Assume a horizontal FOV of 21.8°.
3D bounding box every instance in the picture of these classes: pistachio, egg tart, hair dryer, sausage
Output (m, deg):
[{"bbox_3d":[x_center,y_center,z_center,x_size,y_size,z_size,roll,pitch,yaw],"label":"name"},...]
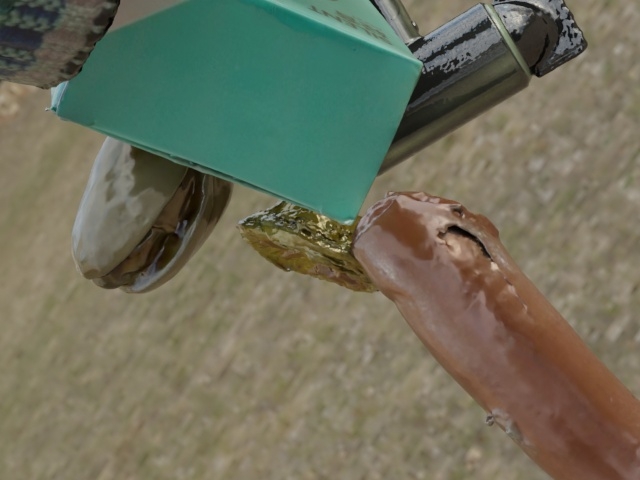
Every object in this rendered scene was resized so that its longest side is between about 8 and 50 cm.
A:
[{"bbox_3d":[-0.128,-0.031,1.225,0.149,0.113,0.113,-52,13,7],"label":"pistachio"},{"bbox_3d":[0.000,0.000,1.246,0.052,0.130,0.130,-69,15,-8],"label":"egg tart"},{"bbox_3d":[0.065,-0.203,1.300,0.195,0.248,0.078,-31,-10,10],"label":"hair dryer"},{"bbox_3d":[0.182,0.123,1.149,0.094,0.419,0.094,-47,-7,36],"label":"sausage"}]

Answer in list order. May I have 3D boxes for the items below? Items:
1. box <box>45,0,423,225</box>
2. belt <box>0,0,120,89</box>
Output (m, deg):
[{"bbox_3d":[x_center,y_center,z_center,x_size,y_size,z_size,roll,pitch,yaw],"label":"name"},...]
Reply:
[{"bbox_3d":[-0.069,-0.140,1.108,0.311,0.205,0.118,-112,43,-68],"label":"box"},{"bbox_3d":[-0.194,-0.217,0.827,0.207,0.160,0.295,-53,41,42],"label":"belt"}]
